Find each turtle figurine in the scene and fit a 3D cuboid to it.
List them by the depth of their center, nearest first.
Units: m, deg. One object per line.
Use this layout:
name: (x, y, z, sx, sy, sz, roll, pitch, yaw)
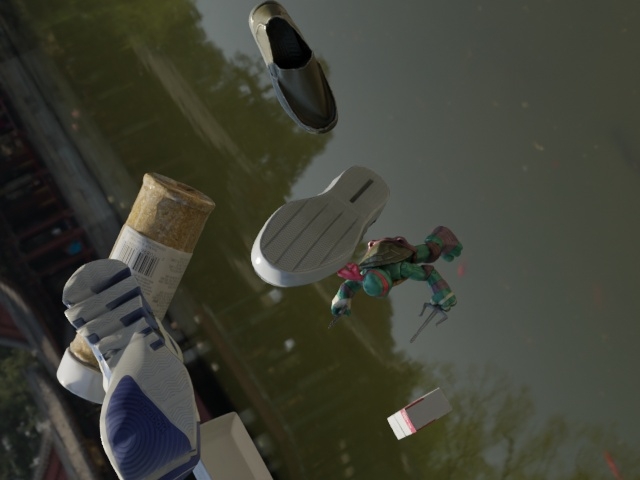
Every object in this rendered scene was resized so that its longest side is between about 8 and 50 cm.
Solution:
turtle figurine: (0.106, 0.050, 1.151, 0.175, 0.234, 0.118, 6, 114, 26)

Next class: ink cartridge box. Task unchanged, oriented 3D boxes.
ink cartridge box: (0.237, 0.418, 1.996, 0.063, 0.109, 0.150, 59, 160, 12)

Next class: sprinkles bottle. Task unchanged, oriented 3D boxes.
sprinkles bottle: (-0.288, 0.076, 1.299, 0.121, 0.355, 0.121, 25, -176, -2)

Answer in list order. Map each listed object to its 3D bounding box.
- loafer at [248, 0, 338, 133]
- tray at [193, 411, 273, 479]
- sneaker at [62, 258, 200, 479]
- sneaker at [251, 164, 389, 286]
loafer: (-0.045, -0.288, 1.425, 0.251, 0.094, 0.087, 58, -178, -23)
tray: (-0.130, 0.327, 1.192, 0.145, 0.030, 0.270, 59, -176, 9)
sneaker: (-0.227, 0.186, 1.112, 0.315, 0.127, 0.182, 62, 176, 31)
sneaker: (0.000, 0.000, 0.941, 0.094, 0.258, 0.091, 40, 126, 10)
